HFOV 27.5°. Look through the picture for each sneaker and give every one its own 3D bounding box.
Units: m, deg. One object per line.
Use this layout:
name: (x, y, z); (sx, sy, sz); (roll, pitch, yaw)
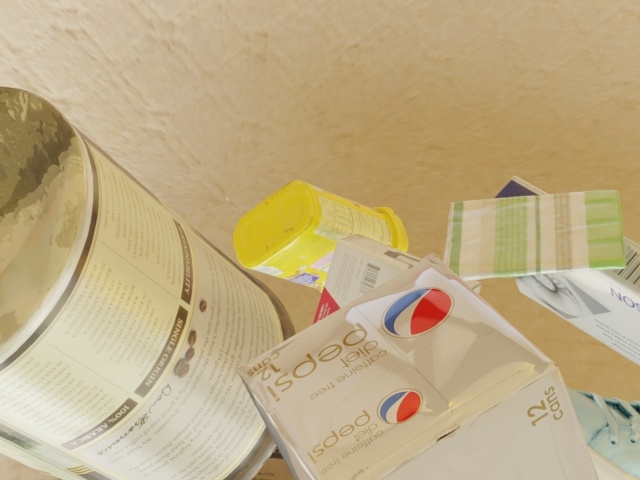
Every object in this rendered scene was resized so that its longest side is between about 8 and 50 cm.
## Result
sneaker: (0.373, 0.212, 1.413); (0.366, 0.135, 0.150); (28, 105, -24)

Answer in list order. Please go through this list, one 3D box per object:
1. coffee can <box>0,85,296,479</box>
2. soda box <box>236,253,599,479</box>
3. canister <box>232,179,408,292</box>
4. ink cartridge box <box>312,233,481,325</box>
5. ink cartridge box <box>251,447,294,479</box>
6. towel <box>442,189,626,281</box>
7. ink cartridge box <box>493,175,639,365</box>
coffee can: (-0.162, 0.053, 0.867); (0.201, 0.275, 0.201); (-12, 60, 22)
soda box: (0.054, 0.116, 0.399); (0.069, 0.074, 0.216); (-30, 122, -9)
canister: (0.000, 0.000, 1.462); (0.126, 0.170, 0.073); (-34, 58, 27)
ink cartridge box: (0.079, 0.072, 1.367); (0.150, 0.063, 0.109); (22, 105, 19)
ink cartridge box: (0.003, 0.250, 1.146); (0.234, 0.193, 0.088); (43, 57, -35)
towel: (0.184, -0.001, 1.123); (0.152, 0.113, 0.023); (-4, 125, 13)
ink cartridge box: (0.274, 0.061, 1.238); (0.045, 0.224, 0.223); (-47, 52, -12)
